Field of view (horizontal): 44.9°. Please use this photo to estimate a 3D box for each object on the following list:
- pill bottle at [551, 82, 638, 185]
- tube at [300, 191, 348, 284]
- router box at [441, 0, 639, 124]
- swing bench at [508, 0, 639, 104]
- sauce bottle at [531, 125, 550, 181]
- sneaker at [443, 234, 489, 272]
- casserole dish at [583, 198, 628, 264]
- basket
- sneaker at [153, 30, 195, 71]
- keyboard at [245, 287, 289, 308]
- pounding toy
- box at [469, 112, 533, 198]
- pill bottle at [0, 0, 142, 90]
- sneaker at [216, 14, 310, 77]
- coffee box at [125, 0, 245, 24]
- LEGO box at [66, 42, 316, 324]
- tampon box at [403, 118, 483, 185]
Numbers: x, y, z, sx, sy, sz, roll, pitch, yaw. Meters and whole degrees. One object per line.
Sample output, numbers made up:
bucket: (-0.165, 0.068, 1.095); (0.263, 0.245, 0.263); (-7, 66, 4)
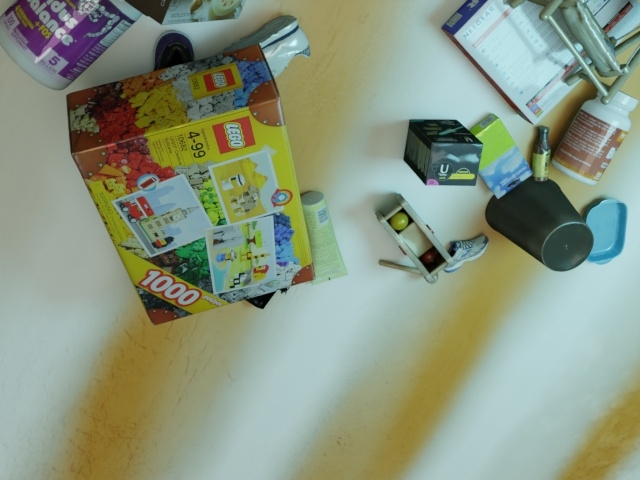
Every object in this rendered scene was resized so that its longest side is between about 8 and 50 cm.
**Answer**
pill bottle: (0.639, -0.247, 1.798); (0.121, 0.121, 0.216); (17, 112, -21)
tube: (0.000, 0.000, 1.814); (0.070, 0.062, 0.240); (8, 129, 29)
router box: (0.483, -0.472, 1.666); (0.335, 0.082, 0.301); (-45, 118, 11)
swing bench: (0.567, -0.462, 1.549); (0.254, 0.165, 0.253); (-43, 118, 10)
sauce bottle: (0.524, -0.205, 1.836); (0.042, 0.042, 0.128); (-7, 115, -10)
sneaker: (0.352, 0.024, 1.911); (0.135, 0.052, 0.058); (-35, 115, 5)
casserole dish: (0.722, -0.027, 1.981); (0.114, 0.037, 0.189); (-12, 120, -8)
basket: (0.526, -0.035, 1.820); (0.204, 0.227, 0.154); (-13, 119, -6)
sneaker: (-0.300, -0.268, 1.559); (0.107, 0.124, 0.283); (-3, 118, -12)
keyboard: (-0.105, 0.080, 1.848); (0.100, 0.038, 0.192); (36, 106, -3)
pounding toy: (0.208, 0.032, 1.820); (0.155, 0.154, 0.269); (-39, 118, 8)
box: (0.409, -0.196, 1.814); (0.109, 0.042, 0.178); (-36, 119, 7)
pill bottle: (-0.433, -0.432, 1.417); (0.301, 0.169, 0.169); (-41, 118, 9)
sneaker: (-0.133, -0.362, 1.578); (0.235, 0.090, 0.095); (-27, 129, 3)
coffee box: (-0.222, -0.475, 1.388); (0.098, 0.246, 0.141); (36, 119, 12)
LEGO box: (-0.235, -0.093, 1.545); (0.372, 0.193, 0.500); (-16, 138, -5)
tampon box: (0.268, -0.195, 1.713); (0.120, 0.161, 0.102); (-1, 117, -13)
